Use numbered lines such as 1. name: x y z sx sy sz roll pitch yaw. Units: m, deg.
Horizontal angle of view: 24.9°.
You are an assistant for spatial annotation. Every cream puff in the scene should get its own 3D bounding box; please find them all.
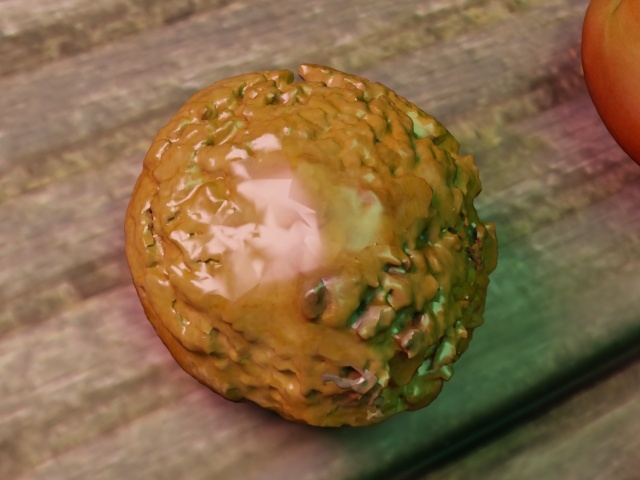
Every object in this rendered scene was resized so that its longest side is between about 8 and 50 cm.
1. cream puff: 0.000 0.000 0.688 0.189 0.129 0.189 7 63 -13

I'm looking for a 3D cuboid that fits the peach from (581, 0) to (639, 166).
1. peach: 0.238 -0.103 0.795 0.184 0.184 0.184 8 63 -16
